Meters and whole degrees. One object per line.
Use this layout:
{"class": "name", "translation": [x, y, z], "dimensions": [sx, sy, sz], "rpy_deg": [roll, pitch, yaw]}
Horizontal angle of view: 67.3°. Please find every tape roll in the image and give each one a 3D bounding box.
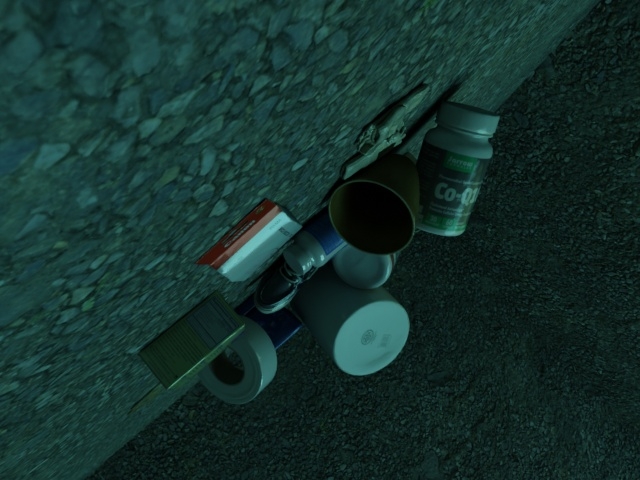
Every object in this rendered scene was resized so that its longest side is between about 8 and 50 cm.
{"class": "tape roll", "translation": [-0.292, 0.398, 1.619], "dimensions": [0.286, 0.286, 0.100], "rpy_deg": [-45, 173, 29]}

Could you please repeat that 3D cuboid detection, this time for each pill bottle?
{"class": "pill bottle", "translation": [0.193, -0.005, 1.708], "dimensions": [0.210, 0.210, 0.363], "rpy_deg": [-47, -178, 36]}
{"class": "pill bottle", "translation": [0.000, 0.000, 1.421], "dimensions": [0.221, 0.124, 0.124], "rpy_deg": [-38, 173, -24]}
{"class": "pill bottle", "translation": [0.385, -0.213, 1.428], "dimensions": [0.204, 0.204, 0.361], "rpy_deg": [-31, 139, -57]}

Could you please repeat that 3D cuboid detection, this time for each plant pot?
{"class": "plant pot", "translation": [-0.221, 0.323, 1.840], "dimensions": [0.236, 0.212, 0.236], "rpy_deg": [-41, 173, -7]}
{"class": "plant pot", "translation": [0.179, -0.130, 1.329], "dimensions": [0.237, 0.237, 0.254], "rpy_deg": [-49, -175, 47]}

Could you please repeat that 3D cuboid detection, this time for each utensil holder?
{"class": "utensil holder", "translation": [0.097, 0.260, 1.782], "dimensions": [0.327, 0.328, 0.385], "rpy_deg": [-41, -147, -3]}

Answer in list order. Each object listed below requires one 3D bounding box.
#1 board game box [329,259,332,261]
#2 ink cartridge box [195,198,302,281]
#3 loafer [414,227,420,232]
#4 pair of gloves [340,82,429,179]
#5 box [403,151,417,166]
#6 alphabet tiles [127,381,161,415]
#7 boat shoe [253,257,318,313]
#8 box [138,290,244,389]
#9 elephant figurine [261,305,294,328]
{"class": "board game box", "translation": [0.096, -0.027, 1.831], "dimensions": [0.210, 0.047, 0.160], "rpy_deg": [-34, 140, -53]}
{"class": "ink cartridge box", "translation": [-0.136, 0.008, 0.993], "dimensions": [0.189, 0.066, 0.232], "rpy_deg": [-42, 178, 3]}
{"class": "loafer", "translation": [0.273, -0.059, 1.562], "dimensions": [0.096, 0.084, 0.267], "rpy_deg": [-4, -162, 31]}
{"class": "pair of gloves", "translation": [0.147, -0.237, 1.101], "dimensions": [0.204, 0.042, 0.240], "rpy_deg": [-39, 172, -22]}
{"class": "box", "translation": [0.249, -0.176, 1.640], "dimensions": [0.311, 0.148, 0.121], "rpy_deg": [-37, 171, -47]}
{"class": "alphabet tiles", "translation": [-0.664, 0.617, 2.050], "dimensions": [0.285, 0.011, 0.342], "rpy_deg": [-42, 174, 2]}
{"class": "boat shoe", "translation": [-0.087, 0.083, 1.551], "dimensions": [0.340, 0.127, 0.158], "rpy_deg": [-48, 169, -20]}
{"class": "box", "translation": [-0.331, 0.271, 1.283], "dimensions": [0.243, 0.117, 0.213], "rpy_deg": [-39, 173, -17]}
{"class": "elephant figurine", "translation": [-0.252, 0.421, 2.390], "dimensions": [0.239, 0.185, 0.170], "rpy_deg": [-52, 144, -29]}
